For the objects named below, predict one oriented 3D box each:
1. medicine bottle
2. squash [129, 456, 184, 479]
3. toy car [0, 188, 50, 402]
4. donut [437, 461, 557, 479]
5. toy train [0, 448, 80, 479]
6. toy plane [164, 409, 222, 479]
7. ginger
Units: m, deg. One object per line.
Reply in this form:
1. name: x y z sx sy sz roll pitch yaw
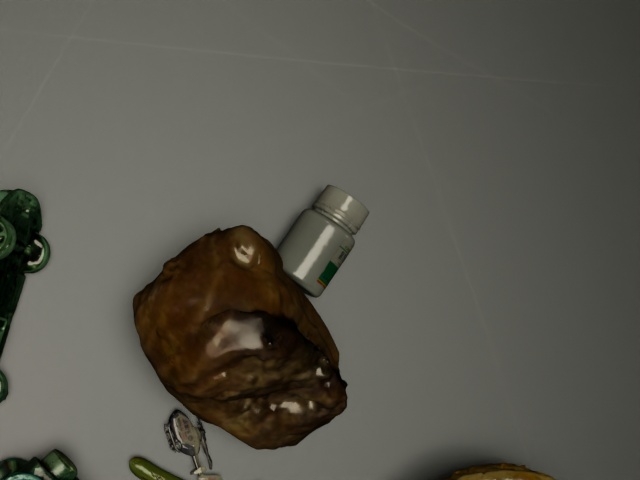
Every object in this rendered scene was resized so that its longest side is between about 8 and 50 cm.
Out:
1. medicine bottle: 0.000 0.000 1.865 0.080 0.080 0.130 36 82 -7
2. squash: -0.203 0.297 1.843 0.083 0.027 0.027 29 83 -6
3. toy car: -0.427 0.079 1.765 0.125 0.136 0.305 13 84 12
4. donut: 0.220 0.442 1.856 0.330 0.160 0.329 0 92 1
5. toy train: -0.380 0.399 1.768 0.298 0.120 0.194 -45 103 -9
6. toy plane: -0.163 0.257 1.851 0.049 0.031 0.120 -17 88 -19
7. ginger: -0.105 0.115 1.787 0.200 0.269 0.223 -29 54 11
